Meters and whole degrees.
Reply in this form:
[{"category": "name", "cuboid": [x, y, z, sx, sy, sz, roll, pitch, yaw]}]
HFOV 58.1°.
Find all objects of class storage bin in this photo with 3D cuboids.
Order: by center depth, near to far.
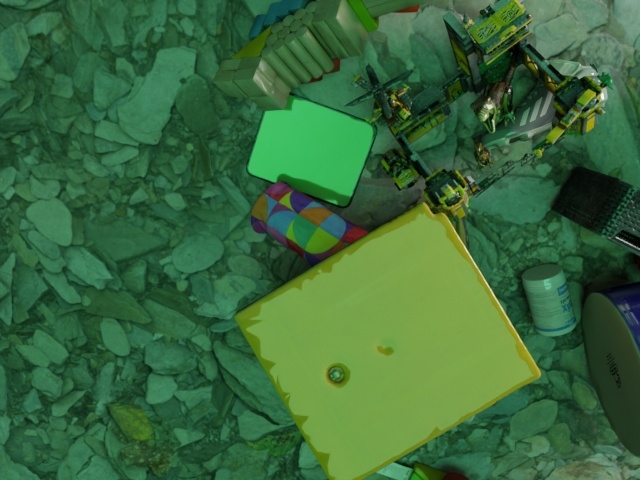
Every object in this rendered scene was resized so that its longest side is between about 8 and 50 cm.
[{"category": "storage bin", "cuboid": [0.454, -0.043, 0.886, 0.122, 0.180, 0.085, 26, 103, -6]}]

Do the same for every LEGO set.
[{"category": "LEGO set", "cuboid": [0.216, -0.198, 0.803, 0.331, 0.192, 0.255, -28, 66, 13]}]

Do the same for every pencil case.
[{"category": "pencil case", "cuboid": [0.000, 0.000, 0.901, 0.236, 0.104, 0.105, 35, 105, 24]}]

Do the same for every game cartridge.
[{"category": "game cartridge", "cuboid": [0.088, 0.141, 0.794, 0.323, 0.052, 0.286, -30, 89, 2]}]

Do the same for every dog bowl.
[{"category": "dog bowl", "cuboid": [0.513, 0.199, 0.905, 0.104, 0.265, 0.265, -11, 104, 7]}]

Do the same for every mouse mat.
[{"category": "mouse mat", "cuboid": [-0.016, -0.151, 0.956, 0.189, 0.007, 0.153, 20, 104, -3]}]

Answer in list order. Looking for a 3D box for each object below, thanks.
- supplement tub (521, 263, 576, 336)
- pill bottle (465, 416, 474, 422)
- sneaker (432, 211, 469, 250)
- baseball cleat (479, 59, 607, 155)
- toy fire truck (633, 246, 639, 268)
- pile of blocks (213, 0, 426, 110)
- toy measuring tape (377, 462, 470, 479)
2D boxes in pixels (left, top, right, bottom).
[{"category": "supplement tub", "cuboid": [0.390, 0.102, 0.982, 0.070, 0.071, 0.107, -18, 105, 6]}, {"category": "pill bottle", "cuboid": [0.144, 0.218, 0.859, 0.169, 0.094, 0.094, 12, 105, 5]}, {"category": "sneaker", "cuboid": [0.109, 0.113, 0.941, 0.181, 0.158, 0.411, 18, 103, -9]}, {"category": "baseball cleat", "cuboid": [0.338, -0.216, 0.910, 0.205, 0.072, 0.110, -21, 88, 4]}, {"category": "toy fire truck", "cuboid": [0.706, 0.056, 0.930, 0.302, 0.169, 0.254, -26, 84, 7]}, {"category": "pile of blocks", "cuboid": [0.008, -0.322, 0.875, 0.362, 0.149, 0.112, -29, 146, 17]}, {"category": "toy measuring tape", "cuboid": [0.183, 0.471, 1.062, 0.329, 0.121, 0.122, 22, 104, -4]}]
